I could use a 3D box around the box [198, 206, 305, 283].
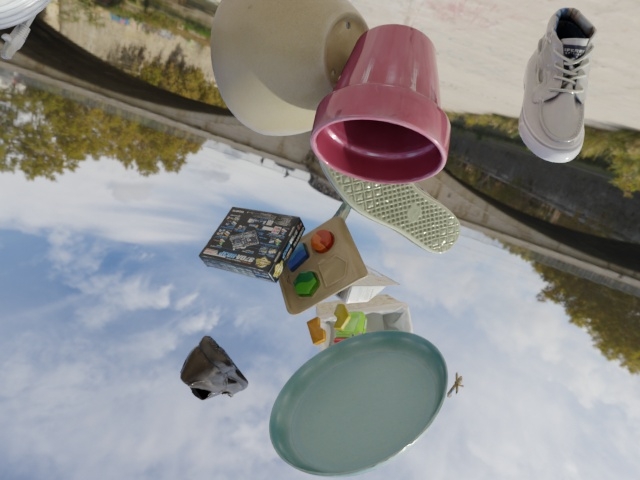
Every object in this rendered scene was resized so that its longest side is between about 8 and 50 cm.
[{"bbox_3d":[-0.172,0.004,1.035,0.220,0.051,0.175,10,-124,26],"label":"box"}]

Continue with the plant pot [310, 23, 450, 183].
[{"bbox_3d":[0.099,-0.207,0.619,0.201,0.180,0.201,11,166,3],"label":"plant pot"}]

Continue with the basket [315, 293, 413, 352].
[{"bbox_3d":[0.151,0.386,1.505,0.331,0.329,0.266,-8,-177,-5],"label":"basket"}]

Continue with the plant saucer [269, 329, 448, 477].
[{"bbox_3d":[0.065,0.268,0.697,0.317,0.044,0.317,-22,-163,7],"label":"plant saucer"}]

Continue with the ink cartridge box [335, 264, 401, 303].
[{"bbox_3d":[0.090,0.111,1.171,0.232,0.066,0.189,12,-167,-47],"label":"ink cartridge box"}]

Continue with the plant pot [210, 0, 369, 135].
[{"bbox_3d":[-0.019,-0.323,0.722,0.191,0.284,0.284,19,-165,39],"label":"plant pot"}]

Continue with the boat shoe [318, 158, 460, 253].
[{"bbox_3d":[0.181,-0.133,1.133,0.500,0.187,0.156,33,-175,-25],"label":"boat shoe"}]

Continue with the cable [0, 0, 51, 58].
[{"bbox_3d":[-0.421,-0.378,0.460,0.257,0.257,0.089,34,176,-10],"label":"cable"}]

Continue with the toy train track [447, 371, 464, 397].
[{"bbox_3d":[0.287,0.310,0.863,0.014,0.083,0.048,14,-134,5],"label":"toy train track"}]

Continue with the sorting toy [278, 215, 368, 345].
[{"bbox_3d":[0.001,0.094,1.047,0.041,0.229,0.307,49,-164,-52],"label":"sorting toy"}]

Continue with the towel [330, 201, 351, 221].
[{"bbox_3d":[0.000,0.000,1.410,0.040,0.271,0.370,40,-158,-4],"label":"towel"}]

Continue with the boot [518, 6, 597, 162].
[{"bbox_3d":[0.373,-0.253,0.640,0.095,0.123,0.258,5,-123,10],"label":"boot"}]

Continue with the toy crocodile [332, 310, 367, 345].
[{"bbox_3d":[0.061,0.356,1.100,0.105,0.341,0.115,26,160,-36],"label":"toy crocodile"}]

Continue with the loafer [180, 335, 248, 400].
[{"bbox_3d":[-0.182,0.221,0.680,0.078,0.220,0.080,-38,-116,-18],"label":"loafer"}]
